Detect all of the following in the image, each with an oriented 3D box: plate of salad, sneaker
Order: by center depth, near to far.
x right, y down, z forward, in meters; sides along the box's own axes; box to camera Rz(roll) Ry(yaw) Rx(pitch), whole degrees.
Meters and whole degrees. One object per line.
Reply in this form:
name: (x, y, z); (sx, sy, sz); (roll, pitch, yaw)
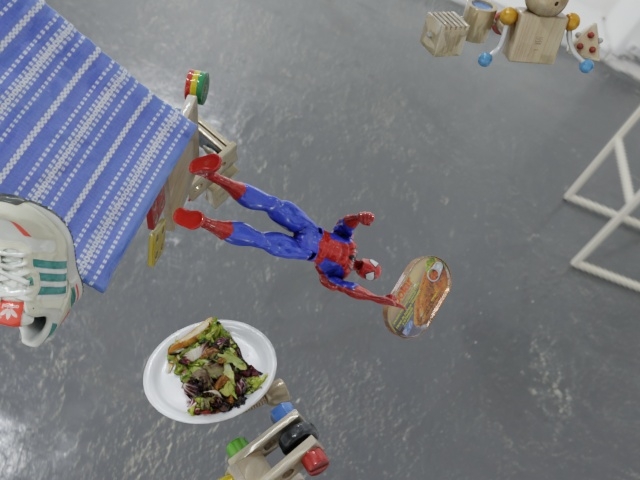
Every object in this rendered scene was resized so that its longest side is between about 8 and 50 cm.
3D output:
sneaker: (-0.251, 0.033, 0.571); (0.057, 0.161, 0.075); (13, 52, 4)
plate of salad: (-0.166, 0.184, 0.992); (0.200, 0.048, 0.199); (-1, 39, 1)

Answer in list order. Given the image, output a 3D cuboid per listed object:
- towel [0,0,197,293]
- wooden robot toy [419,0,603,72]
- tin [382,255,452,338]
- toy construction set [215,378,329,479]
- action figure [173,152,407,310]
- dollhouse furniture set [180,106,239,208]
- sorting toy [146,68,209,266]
towel: (-0.297, -0.135, 0.658); (0.336, 0.040, 0.243); (40, 53, -27)
wooden robot toy: (0.174, -0.196, 0.563); (0.174, 0.079, 0.076); (1, 44, -9)
tin: (0.204, 0.119, 1.409); (0.106, 0.040, 0.189); (38, 77, -21)
toy construction set: (-0.126, 0.350, 1.000); (0.237, 0.257, 0.308); (-19, 74, -20)
action figure: (0.000, 0.000, 0.707); (0.280, 0.139, 0.091); (26, 77, -45)
dollhouse furniture set: (-0.251, -0.142, 1.303); (0.129, 0.183, 0.129); (41, 71, 10)
sorting toy: (-0.202, -0.098, 0.875); (0.047, 0.132, 0.274); (11, 52, 0)
